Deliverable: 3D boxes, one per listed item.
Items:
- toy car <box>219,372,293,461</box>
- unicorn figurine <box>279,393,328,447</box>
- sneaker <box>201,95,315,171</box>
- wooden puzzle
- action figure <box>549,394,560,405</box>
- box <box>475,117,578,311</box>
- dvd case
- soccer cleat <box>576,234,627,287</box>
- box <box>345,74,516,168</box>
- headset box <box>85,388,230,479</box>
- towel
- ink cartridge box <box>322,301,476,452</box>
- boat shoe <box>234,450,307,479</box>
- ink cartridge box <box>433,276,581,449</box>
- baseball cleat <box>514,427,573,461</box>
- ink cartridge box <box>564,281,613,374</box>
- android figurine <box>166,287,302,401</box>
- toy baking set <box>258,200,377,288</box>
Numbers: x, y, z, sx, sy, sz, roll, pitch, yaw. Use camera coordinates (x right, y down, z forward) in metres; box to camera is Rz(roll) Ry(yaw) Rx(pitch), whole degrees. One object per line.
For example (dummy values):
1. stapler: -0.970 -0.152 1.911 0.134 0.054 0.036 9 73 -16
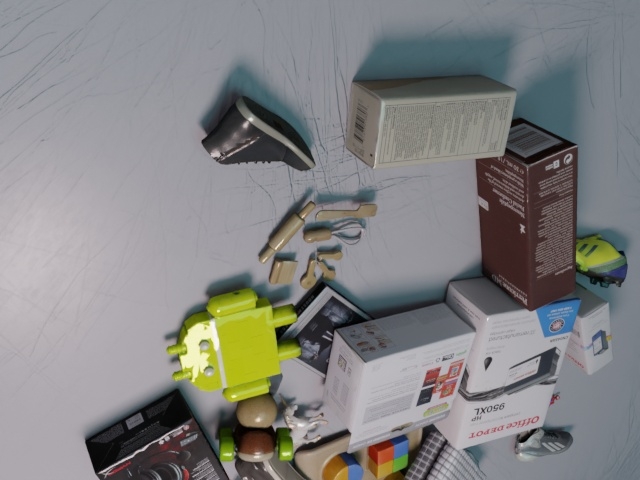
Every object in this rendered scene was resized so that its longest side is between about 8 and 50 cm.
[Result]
1. toy car: -0.140 0.374 1.673 0.155 0.149 0.188 2 91 -8
2. unicorn figurine: -0.044 0.428 1.783 0.111 0.060 0.161 -4 118 -27
3. sneaker: -0.112 -0.171 1.416 0.118 0.083 0.222 -38 137 19
4. wooden puzzle: 0.108 0.617 1.958 0.348 0.080 0.322 -13 122 -22
5. action figure: 0.637 0.474 2.202 0.115 0.030 0.038 -30 122 -14
6. box: 0.455 -0.056 1.706 0.143 0.191 0.381 -23 124 -15
7. dvd case: 0.021 0.212 1.713 0.179 0.029 0.239 -49 129 4
8. soccer cleat: 0.672 0.033 1.954 0.289 0.093 0.121 20 75 -31
9. box: 0.218 -0.238 1.516 0.311 0.121 0.147 -7 119 -25
10. headset box: -0.327 0.491 1.632 0.218 0.110 0.293 -28 126 -13
11. towel: 0.310 0.645 2.021 0.235 0.121 0.283 -58 142 -14
12. ink cartridge box: 0.172 0.312 1.765 0.310 0.130 0.271 -10 125 -30
13. boat shoe: -0.080 0.607 1.816 0.096 0.112 0.335 -24 114 19
14. ink cartridge box: 0.440 0.291 1.904 0.286 0.166 0.394 -7 120 -25
15. baseball cleat: 0.657 0.579 2.244 0.206 0.072 0.109 -14 116 -26
16. ink cartridge box: 0.665 0.220 1.993 0.093 0.154 0.212 -28 125 -14
17. android figurine: -0.175 0.216 1.575 0.273 0.056 0.248 -12 114 -16
18. toy baking set: -0.005 -0.001 1.587 0.197 0.030 0.256 25 109 -43
